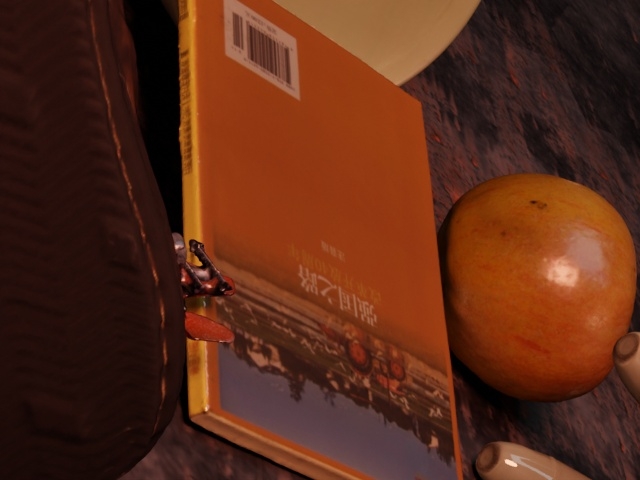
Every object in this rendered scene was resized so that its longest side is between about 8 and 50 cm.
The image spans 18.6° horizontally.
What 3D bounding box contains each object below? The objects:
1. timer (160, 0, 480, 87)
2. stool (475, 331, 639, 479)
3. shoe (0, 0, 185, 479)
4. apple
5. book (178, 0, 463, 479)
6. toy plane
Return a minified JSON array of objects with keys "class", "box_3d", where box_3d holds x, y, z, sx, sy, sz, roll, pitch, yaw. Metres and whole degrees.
[{"class":"timer","box_3d":[-0.051,-0.294,1.565,0.290,0.291,0.315,27,11,-42]},{"class":"stool","box_3d":[0.249,0.203,1.399,0.198,0.195,0.195,34,28,-30]},{"class":"shoe","box_3d":[-0.174,-0.072,0.969,0.237,0.171,0.384,-119,-162,-60]},{"class":"apple","box_3d":[0.165,0.033,1.539,0.155,0.182,0.182,15,31,-6]},{"class":"book","box_3d":[0.000,0.000,1.359,0.262,0.028,0.374,31,44,-41]},{"class":"toy plane","box_3d":[-0.127,0.000,1.190,0.130,0.061,0.189,-9,54,-29]}]
